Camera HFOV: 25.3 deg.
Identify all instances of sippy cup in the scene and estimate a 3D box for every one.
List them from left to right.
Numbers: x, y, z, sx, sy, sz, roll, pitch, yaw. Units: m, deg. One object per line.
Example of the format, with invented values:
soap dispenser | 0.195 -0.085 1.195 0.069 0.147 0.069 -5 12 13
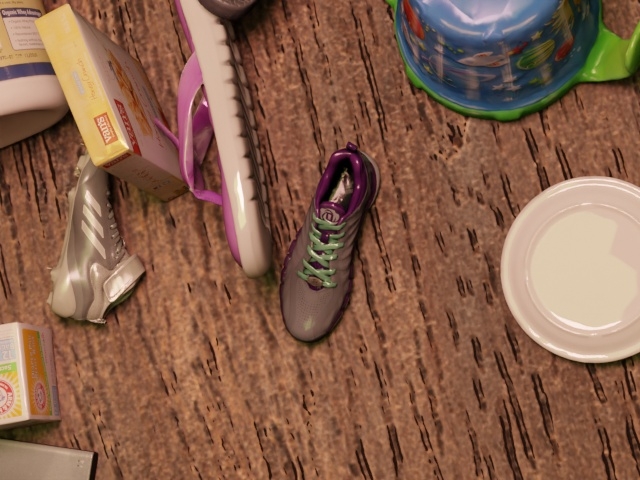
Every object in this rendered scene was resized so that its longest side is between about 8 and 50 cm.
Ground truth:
sippy cup | 0.181 -0.263 1.505 0.305 0.224 0.240 -12 81 8

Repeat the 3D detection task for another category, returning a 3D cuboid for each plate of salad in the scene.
plate of salad | 0.294 0.031 1.535 0.200 0.048 0.200 0 89 18

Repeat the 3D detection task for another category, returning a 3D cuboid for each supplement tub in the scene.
supplement tub | -0.428 -0.262 1.596 0.228 0.228 0.316 -19 87 7

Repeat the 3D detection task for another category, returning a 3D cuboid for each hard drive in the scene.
hard drive | -0.326 0.278 1.624 0.135 0.022 0.094 6 84 11

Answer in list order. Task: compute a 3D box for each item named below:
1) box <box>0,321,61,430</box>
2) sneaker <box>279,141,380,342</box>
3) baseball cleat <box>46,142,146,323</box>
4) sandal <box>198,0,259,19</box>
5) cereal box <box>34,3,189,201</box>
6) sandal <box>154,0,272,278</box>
box | -0.408 0.165 1.613 0.203 0.103 0.114 -11 80 9
sneaker | 0.000 0.000 1.565 0.083 0.098 0.224 14 85 12
baseball cleat | -0.246 -0.007 1.635 0.109 0.072 0.206 13 89 -2
sandal | -0.053 -0.327 1.593 0.097 0.054 0.254 46 58 5
cereal box | -0.218 -0.143 1.551 0.047 0.240 0.173 -26 79 6
sandal | -0.130 -0.142 1.580 0.102 0.169 0.416 -14 68 5
